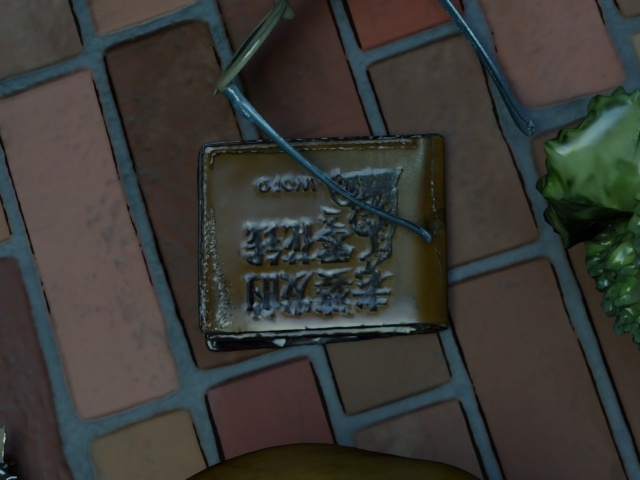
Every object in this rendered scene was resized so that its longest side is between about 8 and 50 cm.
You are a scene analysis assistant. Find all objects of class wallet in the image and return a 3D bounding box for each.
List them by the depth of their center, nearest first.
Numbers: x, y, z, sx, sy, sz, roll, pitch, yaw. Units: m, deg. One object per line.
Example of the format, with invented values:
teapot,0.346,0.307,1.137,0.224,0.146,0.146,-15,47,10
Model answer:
wallet,0.000,0.000,1.216,0.195,0.042,0.161,-3,79,7

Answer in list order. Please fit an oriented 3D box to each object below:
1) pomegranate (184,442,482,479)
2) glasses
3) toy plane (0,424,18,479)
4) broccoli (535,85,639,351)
pomegranate,0.003,0.324,0.982,0.411,0.411,0.411,-1,79,7
glasses,0.046,-0.125,1.190,0.220,0.088,0.189,42,77,17
toy plane,-0.310,0.206,1.206,0.188,0.062,0.135,-19,79,3
broccoli,0.326,-0.041,1.057,0.317,0.277,0.338,40,114,-19
